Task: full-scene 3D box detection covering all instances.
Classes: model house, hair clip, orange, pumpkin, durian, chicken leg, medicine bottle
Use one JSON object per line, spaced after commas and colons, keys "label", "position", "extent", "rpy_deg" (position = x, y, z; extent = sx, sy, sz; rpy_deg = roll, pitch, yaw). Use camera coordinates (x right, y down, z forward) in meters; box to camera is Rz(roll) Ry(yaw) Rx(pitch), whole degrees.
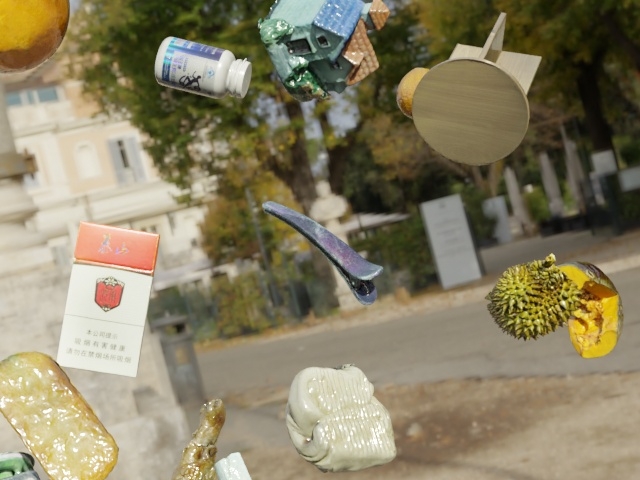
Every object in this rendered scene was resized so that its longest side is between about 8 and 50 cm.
{"label": "model house", "position": [0.022, -0.261, 1.353], "extent": [0.148, 0.148, 0.119], "rpy_deg": [-4, 41, 30]}
{"label": "hair clip", "position": [0.000, 0.000, 1.782], "extent": [0.048, 0.275, 0.083], "rpy_deg": [-34, -30, -28]}
{"label": "orange", "position": [0.159, -0.228, 1.606], "extent": [0.085, 0.085, 0.085], "rpy_deg": [-15, 0, 0]}
{"label": "orange", "position": [-0.578, -0.428, 1.843], "extent": [0.261, 0.261, 0.261], "rpy_deg": [-15, 0, 0]}
{"label": "pumpkin", "position": [0.494, 0.112, 1.894], "extent": [0.119, 0.183, 0.107], "rpy_deg": [-18, 10, 47]}
{"label": "durian", "position": [0.355, 0.097, 1.680], "extent": [0.146, 0.102, 0.208], "rpy_deg": [12, -41, -1]}
{"label": "chicken leg", "position": [-0.196, 0.353, 1.681], "extent": [0.069, 0.198, 0.085], "rpy_deg": [-9, -31, 42]}
{"label": "medicine bottle", "position": [-0.250, -0.366, 2.205], "extent": [0.191, 0.107, 0.107], "rpy_deg": [15, 3, 6]}

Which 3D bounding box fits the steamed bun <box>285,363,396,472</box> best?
{"label": "steamed bun", "position": [0.023, 0.352, 1.977], "extent": [0.218, 0.211, 0.144], "rpy_deg": [-1, -27, -36]}

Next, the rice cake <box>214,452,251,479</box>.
{"label": "rice cake", "position": [-0.081, 0.403, 1.368], "extent": [0.042, 0.245, 0.045], "rpy_deg": [-14, -16, -29]}

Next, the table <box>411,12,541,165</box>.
{"label": "table", "position": [0.244, -0.237, 1.525], "extent": [0.167, 0.167, 0.227], "rpy_deg": [-15, 26, 30]}

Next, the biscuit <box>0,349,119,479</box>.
{"label": "biscuit", "position": [-0.410, 0.274, 1.578], "extent": [0.118, 0.247, 0.029], "rpy_deg": [-32, -15, -31]}

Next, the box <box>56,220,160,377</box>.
{"label": "box", "position": [-0.354, 0.098, 1.720], "extent": [0.139, 0.245, 0.035], "rpy_deg": [11, -1, -5]}

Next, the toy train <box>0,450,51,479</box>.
{"label": "toy train", "position": [-0.549, 0.474, 1.619], "extent": [0.307, 0.173, 0.249], "rpy_deg": [-12, -39, -29]}
